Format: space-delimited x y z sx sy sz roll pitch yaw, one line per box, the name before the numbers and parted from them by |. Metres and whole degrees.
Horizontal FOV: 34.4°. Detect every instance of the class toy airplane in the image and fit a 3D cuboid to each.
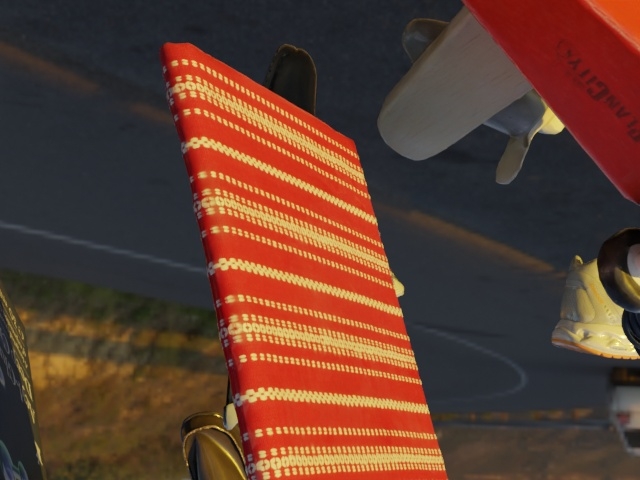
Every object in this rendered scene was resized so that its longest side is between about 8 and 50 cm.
toy airplane | 0.197 -0.173 0.706 0.386 0.272 0.384 18 139 31

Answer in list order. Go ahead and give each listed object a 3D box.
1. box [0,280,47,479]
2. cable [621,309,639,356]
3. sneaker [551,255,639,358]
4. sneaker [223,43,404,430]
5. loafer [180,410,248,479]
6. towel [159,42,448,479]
box | -0.322 0.137 0.691 0.212 0.395 0.293 -16 137 -8
cable | 0.349 0.095 0.898 0.151 0.047 0.184 -7 142 34
sneaker | 0.388 0.075 1.169 0.263 0.121 0.099 6 180 -24
sneaker | 0.000 0.000 0.890 0.146 0.330 0.122 3 -178 1
loafer | -0.111 0.314 1.274 0.080 0.220 0.078 -21 -167 3
towel | -0.001 0.049 0.536 0.031 0.274 0.199 -21 161 22
